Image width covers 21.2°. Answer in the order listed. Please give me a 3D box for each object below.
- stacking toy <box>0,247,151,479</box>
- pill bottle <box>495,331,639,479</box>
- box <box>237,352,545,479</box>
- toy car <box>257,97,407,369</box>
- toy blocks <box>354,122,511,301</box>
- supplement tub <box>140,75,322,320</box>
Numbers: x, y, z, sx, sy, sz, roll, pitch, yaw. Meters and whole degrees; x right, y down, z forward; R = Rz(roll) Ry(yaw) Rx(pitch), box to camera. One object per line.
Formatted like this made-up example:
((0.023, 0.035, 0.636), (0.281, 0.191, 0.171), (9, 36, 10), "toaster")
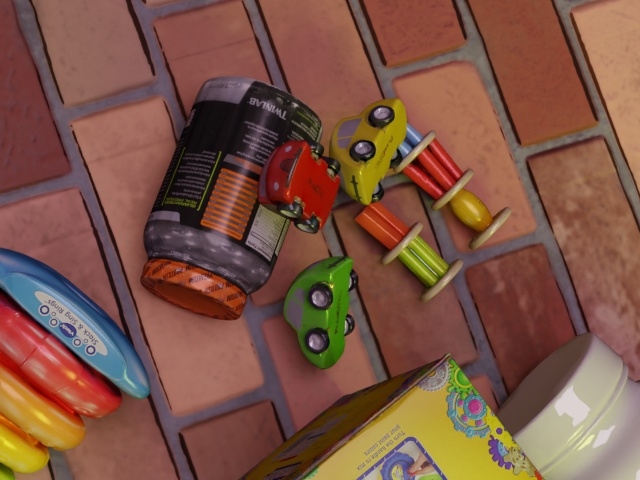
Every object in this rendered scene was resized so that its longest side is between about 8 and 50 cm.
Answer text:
((-0.289, 0.159, 1.367), (0.175, 0.166, 0.302), (42, 86, -7), "stacking toy")
((0.307, 0.241, 1.482), (0.334, 0.188, 0.188), (43, 71, -4), "pill bottle")
((0.079, 0.267, 1.358), (0.177, 0.290, 0.279), (-38, 90, -19), "box")
((0.000, 0.000, 1.451), (0.053, 0.239, 0.225), (14, 111, 23), "toy car")
((0.082, -0.037, 1.546), (0.148, 0.054, 0.123), (45, 73, -2), "toy blocks")
((-0.080, -0.035, 1.466), (0.117, 0.117, 0.190), (23, 74, -10), "supplement tub")
